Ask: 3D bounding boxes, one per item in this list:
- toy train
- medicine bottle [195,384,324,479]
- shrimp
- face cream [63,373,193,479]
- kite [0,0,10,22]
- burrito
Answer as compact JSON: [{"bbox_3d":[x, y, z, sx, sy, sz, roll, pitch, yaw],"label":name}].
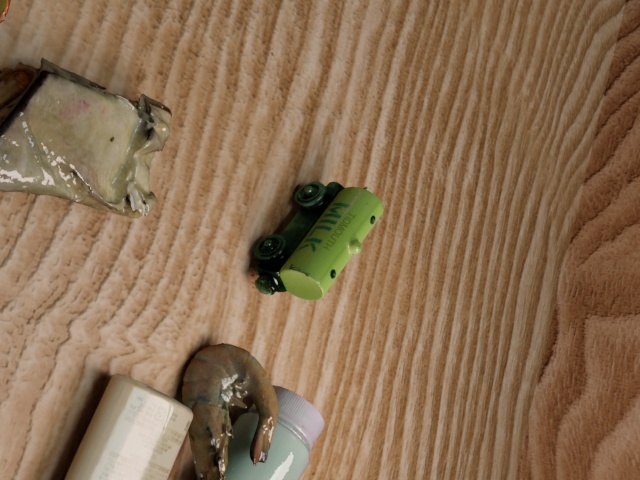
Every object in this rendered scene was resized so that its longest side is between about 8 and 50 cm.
[{"bbox_3d":[0.000,0.000,1.519,0.253,0.157,0.105,-53,137,-34],"label":"toy train"},{"bbox_3d":[-0.099,0.358,1.480,0.225,0.139,0.139,-55,138,-32],"label":"medicine bottle"},{"bbox_3d":[-0.131,0.282,1.399,0.145,0.059,0.254,-8,71,-20],"label":"shrimp"},{"bbox_3d":[-0.294,0.369,1.254,0.173,0.081,0.349,44,63,-51],"label":"face cream"},{"bbox_3d":[-0.429,-0.365,0.944,0.377,0.013,0.328,-38,127,-42],"label":"kite"},{"bbox_3d":[-0.311,-0.123,1.099,0.347,0.107,0.175,6,77,-57],"label":"burrito"}]
